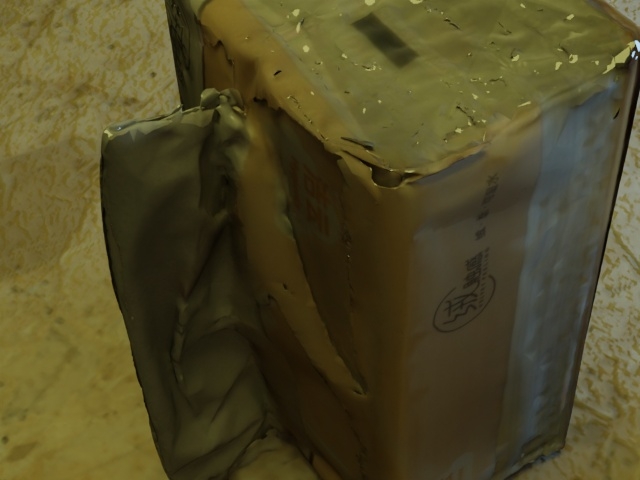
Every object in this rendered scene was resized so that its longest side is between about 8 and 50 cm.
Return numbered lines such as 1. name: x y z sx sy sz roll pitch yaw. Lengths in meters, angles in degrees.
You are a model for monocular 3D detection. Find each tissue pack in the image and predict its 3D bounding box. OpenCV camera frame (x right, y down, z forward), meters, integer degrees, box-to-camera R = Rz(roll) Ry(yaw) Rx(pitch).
1. tissue pack: 0.000 0.000 0.642 0.238 0.306 0.239 -1 50 1
